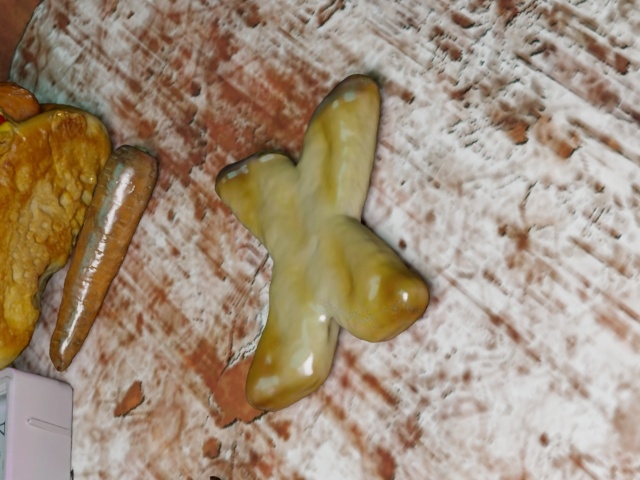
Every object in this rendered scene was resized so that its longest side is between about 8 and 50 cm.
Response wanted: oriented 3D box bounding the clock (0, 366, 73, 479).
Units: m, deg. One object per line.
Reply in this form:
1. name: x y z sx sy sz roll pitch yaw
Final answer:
1. clock: -0.267 0.214 1.532 0.150 0.063 0.197 -25 55 39

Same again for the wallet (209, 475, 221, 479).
1. wallet: -0.069 0.281 1.294 0.133 0.039 0.243 -39 44 2

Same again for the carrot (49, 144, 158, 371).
1. carrot: -0.180 0.013 1.544 0.047 0.047 0.191 24 92 49

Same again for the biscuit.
1. biscuit: 0.000 0.001 1.355 0.164 0.047 0.207 -36 49 32

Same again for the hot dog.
1. hot dog: -0.283 -0.024 1.549 0.150 0.153 0.256 -8 51 45
